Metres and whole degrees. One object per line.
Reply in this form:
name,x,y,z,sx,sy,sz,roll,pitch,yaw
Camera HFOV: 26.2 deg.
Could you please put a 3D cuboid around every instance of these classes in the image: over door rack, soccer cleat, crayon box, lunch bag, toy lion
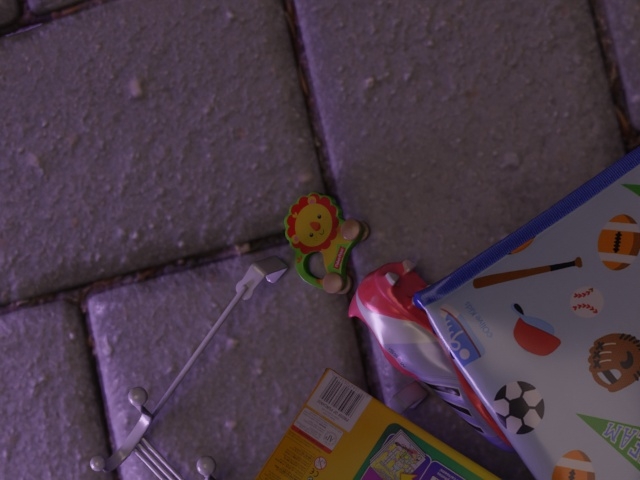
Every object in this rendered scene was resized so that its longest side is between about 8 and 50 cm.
over door rack,-0.082,0.209,1.508,0.239,0.108,0.324,42,101,14
soccer cleat,0.130,0.131,1.463,0.248,0.083,0.095,49,133,8
crayon box,0.080,0.271,1.367,0.278,0.081,0.165,32,83,20
lunch bag,0.340,0.089,1.295,0.385,0.239,0.328,-36,76,2
toy lion,0.000,0.000,1.527,0.096,0.034,0.100,20,96,25
